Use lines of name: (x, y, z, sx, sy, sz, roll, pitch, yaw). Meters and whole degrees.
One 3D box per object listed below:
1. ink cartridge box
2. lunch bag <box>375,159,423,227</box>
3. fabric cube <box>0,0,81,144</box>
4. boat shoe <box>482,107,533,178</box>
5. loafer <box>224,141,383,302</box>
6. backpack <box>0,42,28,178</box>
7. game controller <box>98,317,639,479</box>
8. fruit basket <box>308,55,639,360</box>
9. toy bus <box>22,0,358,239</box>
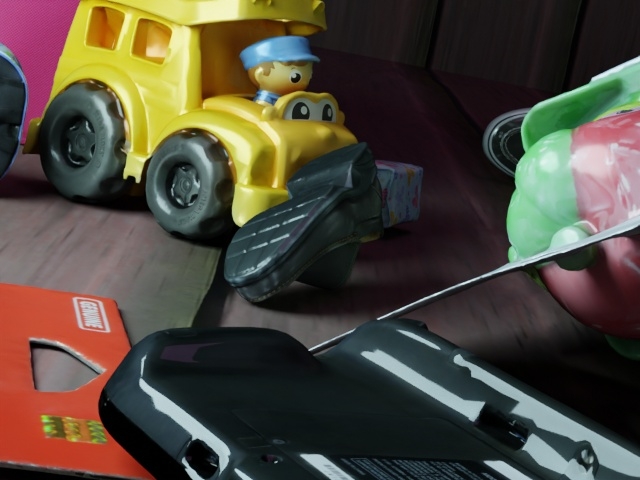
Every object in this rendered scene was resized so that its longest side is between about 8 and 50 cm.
ink cartridge box: (-0.185, 0.016, 0.676, 0.239, 0.060, 0.275, 7, 11, -13)
lunch bag: (0.023, -0.037, 1.213, 0.083, 0.053, 0.071, 5, 6, 22)
fabric cube: (-0.166, -0.210, 1.383, 0.259, 0.258, 0.254, 9, 11, -10)
boat shoe: (0.262, -0.074, 1.598, 0.219, 0.077, 0.070, 13, 9, 2)
loafer: (0.000, 0.000, 0.959, 0.062, 0.061, 0.170, -17, 15, 31)
backpack: (-0.242, -0.088, 1.058, 0.114, 0.105, 0.084, 14, 10, -15)
game controller: (0.053, 0.092, 0.520, 0.166, 0.067, 0.319, -3, 15, -28)
fruit basket: (0.187, -0.038, 0.829, 0.327, 0.165, 0.353, -24, -8, 35)
toy bus: (-0.064, -0.114, 1.099, 0.220, 0.211, 0.149, 20, 12, 36)
